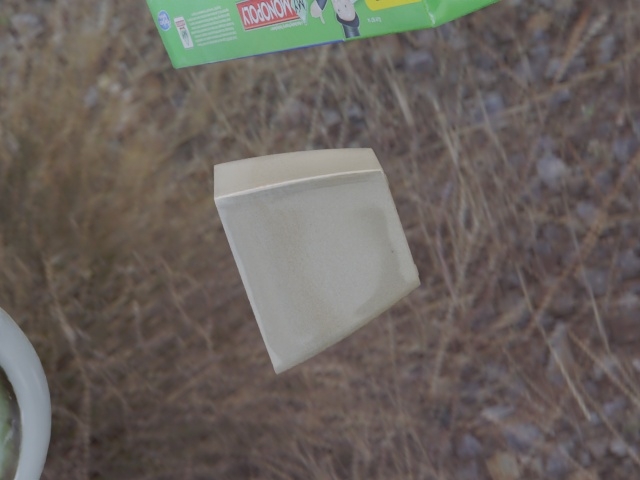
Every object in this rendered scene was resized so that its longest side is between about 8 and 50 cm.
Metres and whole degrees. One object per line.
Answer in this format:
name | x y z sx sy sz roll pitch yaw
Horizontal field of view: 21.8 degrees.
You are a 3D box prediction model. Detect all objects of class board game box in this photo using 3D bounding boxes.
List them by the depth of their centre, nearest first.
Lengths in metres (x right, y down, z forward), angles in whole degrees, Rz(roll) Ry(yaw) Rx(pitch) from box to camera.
board game box | 0.064 -0.144 0.777 0.213 0.046 0.317 -25 12 -19

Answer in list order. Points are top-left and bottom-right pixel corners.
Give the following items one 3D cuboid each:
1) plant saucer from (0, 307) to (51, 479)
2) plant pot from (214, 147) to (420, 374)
plant saucer | -0.350 0.137 0.924 0.400 0.400 0.100 -35 55 -6
plant pot | 0.000 0.000 0.977 0.096 0.109 0.109 -19 14 0
